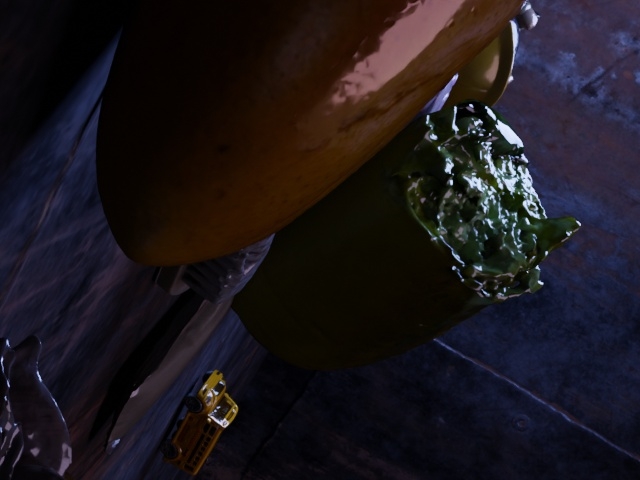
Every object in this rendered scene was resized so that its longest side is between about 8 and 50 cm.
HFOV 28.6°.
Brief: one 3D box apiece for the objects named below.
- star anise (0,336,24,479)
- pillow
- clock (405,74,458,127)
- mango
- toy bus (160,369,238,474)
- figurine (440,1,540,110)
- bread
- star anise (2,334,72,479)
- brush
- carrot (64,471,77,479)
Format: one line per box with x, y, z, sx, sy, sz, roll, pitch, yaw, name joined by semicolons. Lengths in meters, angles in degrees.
-0.181;0.124;0.491;0.195;0.065;0.182;-56;177;25;star anise
-0.140;0.106;1.195;0.130;0.038;0.232;-58;178;40;pillow
0.136;-0.276;1.281;0.322;0.113;0.295;-60;177;1;clock
-0.007;-0.100;0.535;0.257;0.138;0.187;-55;-166;-11;mango
-0.174;0.267;1.839;0.162;0.074;0.069;-60;176;35;toy bus
0.181;-0.263;1.592;0.257;0.167;0.192;-52;151;-57;figurine
0.077;0.011;1.334;0.251;0.208;0.376;-22;173;-47;bread
-0.230;0.172;0.625;0.227;0.218;0.148;-9;-178;-32;star anise
-0.039;-0.068;0.910;0.070;0.065;0.327;-38;160;-50;brush
-0.164;0.335;1.052;0.196;0.254;0.196;-61;-179;1;carrot
